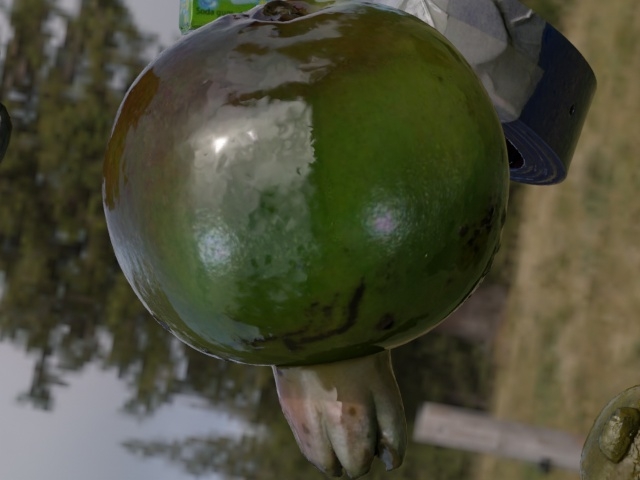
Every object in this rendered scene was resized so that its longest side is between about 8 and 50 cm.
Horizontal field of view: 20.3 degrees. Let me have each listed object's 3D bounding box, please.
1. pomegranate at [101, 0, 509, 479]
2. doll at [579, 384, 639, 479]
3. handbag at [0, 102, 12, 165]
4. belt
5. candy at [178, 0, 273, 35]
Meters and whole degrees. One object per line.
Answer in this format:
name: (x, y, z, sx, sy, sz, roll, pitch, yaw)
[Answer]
pomegranate: (0.000, 0.000, 0.770, 0.180, 0.180, 0.209, -65, -38, -76)
doll: (0.251, 0.118, 1.142, 0.209, 0.097, 0.137, -31, -50, -32)
handbag: (-0.314, -0.117, 1.061, 0.302, 0.283, 0.149, -57, 5, 37)
belt: (0.149, -0.168, 1.831, 0.347, 0.212, 0.117, 33, -105, -46)
candy: (-0.081, -0.293, 1.706, 0.062, 0.097, 0.194, -173, 85, -78)
